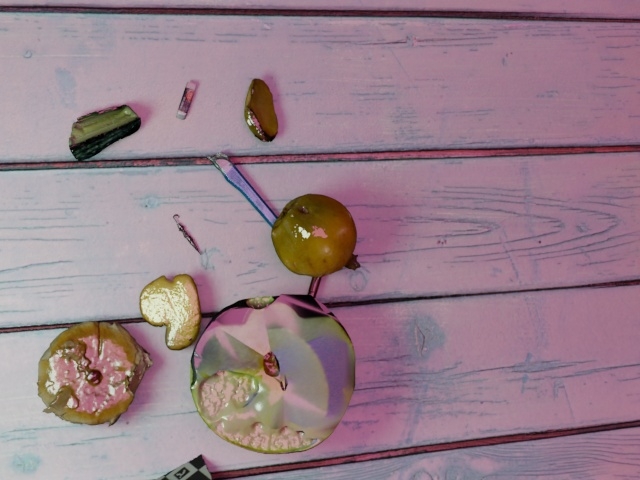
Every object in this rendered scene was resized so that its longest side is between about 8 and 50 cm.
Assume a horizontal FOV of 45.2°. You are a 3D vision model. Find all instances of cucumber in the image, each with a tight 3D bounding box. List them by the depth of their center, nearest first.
[{"bbox_3d":[-0.540,-0.265,1.904,0.193,0.115,0.086,-33,134,-20],"label":"cucumber"}]

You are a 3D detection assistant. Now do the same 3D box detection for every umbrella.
[{"bbox_3d":[-0.341,-0.013,1.952,0.022,0.013,0.122,-31,89,-37],"label":"umbrella"}]

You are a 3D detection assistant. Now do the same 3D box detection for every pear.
[{"bbox_3d":[-0.125,0.321,1.879,0.398,0.165,0.399,2,82,-13],"label":"pear"}]

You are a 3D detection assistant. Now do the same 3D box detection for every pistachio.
[{"bbox_3d":[-0.165,-0.337,2.020,0.089,0.049,0.173,-5,81,-39],"label":"pistachio"}]

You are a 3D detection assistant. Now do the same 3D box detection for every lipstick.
[{"bbox_3d":[-0.027,0.158,1.998,0.027,0.027,0.177,18,80,-11],"label":"lipstick"}]

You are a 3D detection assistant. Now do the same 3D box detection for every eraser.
[{"bbox_3d":[-0.348,-0.362,1.994,0.027,0.019,0.099,19,78,-10],"label":"eraser"}]

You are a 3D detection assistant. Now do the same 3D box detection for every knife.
[{"bbox_3d":[-0.183,-0.116,1.999,0.044,0.026,0.297,-41,96,-12],"label":"knife"}]

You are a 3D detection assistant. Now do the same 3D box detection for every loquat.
[{"bbox_3d":[0.000,0.000,1.941,0.246,0.213,0.213,36,76,-17],"label":"loquat"}]

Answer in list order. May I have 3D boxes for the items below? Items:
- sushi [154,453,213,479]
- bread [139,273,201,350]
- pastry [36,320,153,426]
[{"bbox_3d":[-0.379,0.609,1.694,0.320,0.339,0.069,-26,114,-14],"label":"sushi"},{"bbox_3d":[-0.367,0.178,1.899,0.149,0.065,0.188,-6,87,-4],"label":"bread"},{"bbox_3d":[-0.538,0.309,1.804,0.235,0.121,0.257,29,76,-8],"label":"pastry"}]
